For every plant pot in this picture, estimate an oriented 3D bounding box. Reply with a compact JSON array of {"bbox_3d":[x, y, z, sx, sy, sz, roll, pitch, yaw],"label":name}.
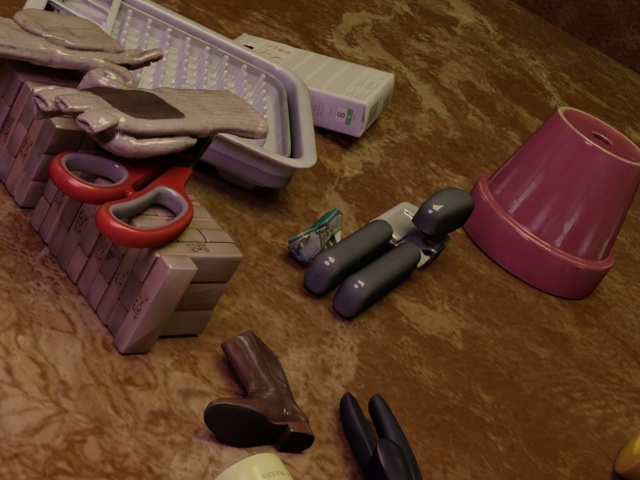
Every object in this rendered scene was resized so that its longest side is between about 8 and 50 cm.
[{"bbox_3d":[0.301,-0.058,1.467,0.201,0.180,0.201,24,26,-12],"label":"plant pot"}]

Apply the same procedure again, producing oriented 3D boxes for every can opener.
[{"bbox_3d":[0.073,0.000,1.226,0.074,0.093,0.280,37,30,13],"label":"can opener"},{"bbox_3d":[0.053,0.171,0.911,0.059,0.073,0.186,16,18,-13],"label":"can opener"}]

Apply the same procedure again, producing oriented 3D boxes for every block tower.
[{"bbox_3d":[-0.195,-0.050,1.007,0.097,0.091,0.335,2,38,-46],"label":"block tower"}]

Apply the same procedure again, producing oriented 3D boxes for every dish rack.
[{"bbox_3d":[-0.168,-0.172,1.289,0.332,0.072,0.285,23,25,-16],"label":"dish rack"}]

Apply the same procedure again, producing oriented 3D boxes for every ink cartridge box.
[{"bbox_3d":[-0.028,-0.207,1.564,0.224,0.056,0.181,15,23,10],"label":"ink cartridge box"}]

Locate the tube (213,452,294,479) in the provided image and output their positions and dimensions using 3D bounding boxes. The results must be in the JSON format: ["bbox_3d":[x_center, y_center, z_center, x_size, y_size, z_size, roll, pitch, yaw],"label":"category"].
[{"bbox_3d":[0.010,0.241,0.733,0.070,0.062,0.240,-28,57,-14],"label":"tube"}]

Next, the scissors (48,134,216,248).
[{"bbox_3d":[-0.114,-0.056,0.983,0.109,0.021,0.297,34,24,13],"label":"scissors"}]

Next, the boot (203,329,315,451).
[{"bbox_3d":[-0.062,0.109,0.920,0.106,0.037,0.114,27,25,-40],"label":"boot"}]

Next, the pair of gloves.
[{"bbox_3d":[-0.184,-0.132,1.000,0.240,0.042,0.204,34,25,30],"label":"pair of gloves"}]

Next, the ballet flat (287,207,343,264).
[{"bbox_3d":[0.000,0.000,1.204,0.041,0.041,0.114,35,25,9],"label":"ballet flat"}]

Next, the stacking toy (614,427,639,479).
[{"bbox_3d":[0.380,0.189,0.998,0.130,0.279,0.309,45,25,5],"label":"stacking toy"}]
